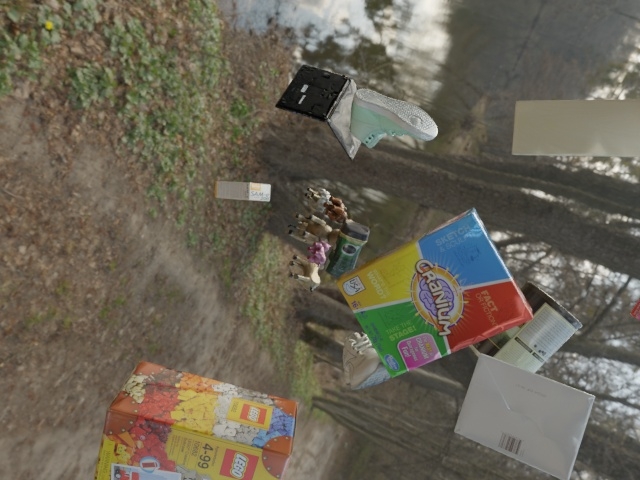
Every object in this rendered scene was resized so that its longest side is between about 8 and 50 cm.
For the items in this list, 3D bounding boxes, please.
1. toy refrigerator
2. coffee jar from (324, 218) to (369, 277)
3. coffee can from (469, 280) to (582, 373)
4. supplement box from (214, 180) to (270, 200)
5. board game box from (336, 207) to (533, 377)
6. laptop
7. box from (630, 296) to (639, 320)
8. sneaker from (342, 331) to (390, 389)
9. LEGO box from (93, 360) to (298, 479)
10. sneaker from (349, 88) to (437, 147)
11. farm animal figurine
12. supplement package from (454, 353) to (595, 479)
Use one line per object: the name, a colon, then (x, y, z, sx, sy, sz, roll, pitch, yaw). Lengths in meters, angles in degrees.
toy refrigerator: (0.504, -0.209, 0.987, 0.094, 0.270, 0.102, -26, 118, -68)
coffee jar: (0.085, 0.027, 1.689, 0.079, 0.096, 0.184, -88, -160, -66)
coffee can: (0.625, 0.292, 1.626, 0.275, 0.201, 0.201, -49, 171, 7)
supplement box: (-0.159, -0.100, 1.073, 0.062, 0.099, 0.036, -2, 97, -53)
board game box: (0.228, 0.112, 1.082, 0.317, 0.242, 0.064, -30, -177, 21)
laptop: (0.021, -0.414, 1.687, 0.136, 0.265, 0.234, 96, 15, -53)
box: (1.048, 0.128, 1.485, 0.142, 0.154, 0.299, -122, -132, -63)
sneaker: (0.101, 0.293, 1.304, 0.297, 0.111, 0.129, 134, -58, -73)
LEGO box: (-0.296, 0.564, 1.174, 0.193, 0.373, 0.499, -83, -171, -71)
sneaker: (0.201, -0.317, 1.500, 0.094, 0.256, 0.151, -52, 164, -37)
farm animal figurine: (0.000, 0.000, 1.903, 0.330, 0.172, 0.327, -59, -148, 5)
supplement package: (0.489, 0.419, 1.283, 0.203, 0.262, 0.145, -69, 156, -6)
